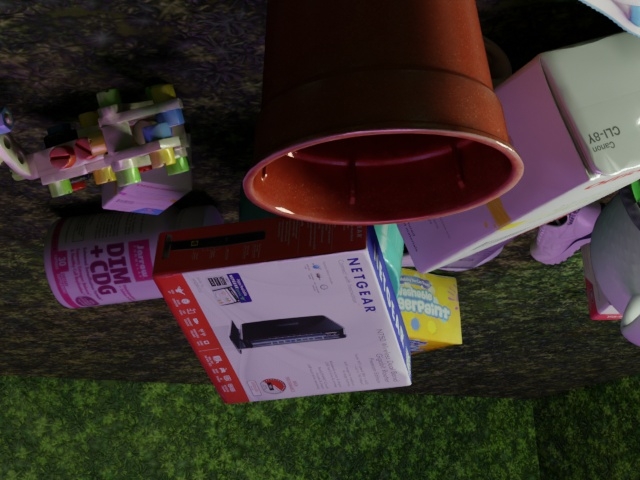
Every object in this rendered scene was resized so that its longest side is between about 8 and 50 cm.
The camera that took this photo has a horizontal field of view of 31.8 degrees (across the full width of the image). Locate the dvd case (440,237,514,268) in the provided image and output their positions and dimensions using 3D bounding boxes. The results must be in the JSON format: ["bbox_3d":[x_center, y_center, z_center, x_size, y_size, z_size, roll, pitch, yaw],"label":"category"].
[{"bbox_3d":[0.294,-0.025,1.919,0.239,0.029,0.179,-38,155,30],"label":"dvd case"}]

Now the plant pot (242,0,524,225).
[{"bbox_3d":[0.054,-0.181,1.130,0.272,0.265,0.272,-3,164,-1],"label":"plant pot"}]

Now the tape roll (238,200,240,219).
[{"bbox_3d":[-0.046,-0.028,1.936,0.189,0.080,0.189,-4,163,-1],"label":"tape roll"}]

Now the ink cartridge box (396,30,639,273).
[{"bbox_3d":[0.293,-0.117,1.431,0.279,0.160,0.385,-19,173,-30],"label":"ink cartridge box"}]

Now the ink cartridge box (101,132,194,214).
[{"bbox_3d":[-0.249,-0.104,1.630,0.092,0.090,0.143,7,159,-32],"label":"ink cartridge box"}]

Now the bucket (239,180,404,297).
[{"bbox_3d":[0.000,0.000,1.711,0.281,0.183,0.281,1,140,1],"label":"bucket"}]

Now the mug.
[{"bbox_3d":[0.576,0.008,1.705,0.276,0.374,0.328,38,157,6],"label":"mug"}]

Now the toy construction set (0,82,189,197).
[{"bbox_3d":[-0.311,-0.125,1.446,0.328,0.151,0.215,1,-171,12],"label":"toy construction set"}]

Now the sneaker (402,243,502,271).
[{"bbox_3d":[0.208,0.008,2.073,0.258,0.094,0.091,-7,164,11],"label":"sneaker"}]

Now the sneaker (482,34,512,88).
[{"bbox_3d":[0.094,-0.206,1.353,0.293,0.108,0.169,-3,165,-36],"label":"sneaker"}]

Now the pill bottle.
[{"bbox_3d":[-0.310,0.023,1.916,0.283,0.160,0.160,-8,162,14],"label":"pill bottle"}]

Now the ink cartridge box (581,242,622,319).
[{"bbox_3d":[0.572,0.038,2.100,0.100,0.172,0.237,-2,163,-3],"label":"ink cartridge box"}]

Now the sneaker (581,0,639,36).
[{"bbox_3d":[0.344,-0.277,1.177,0.229,0.087,0.092,9,157,-41],"label":"sneaker"}]

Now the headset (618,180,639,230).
[{"bbox_3d":[0.590,-0.136,1.493,0.394,0.243,0.185,-36,173,31],"label":"headset"}]

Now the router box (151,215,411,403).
[{"bbox_3d":[-0.044,0.102,1.629,0.301,0.082,0.335,-8,139,12],"label":"router box"}]

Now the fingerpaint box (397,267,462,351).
[{"bbox_3d":[0.021,0.165,2.437,0.445,0.163,0.371,13,157,-42],"label":"fingerpaint box"}]

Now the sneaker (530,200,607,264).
[{"bbox_3d":[0.434,-0.026,2.051,0.095,0.090,0.235,15,155,-13],"label":"sneaker"}]
